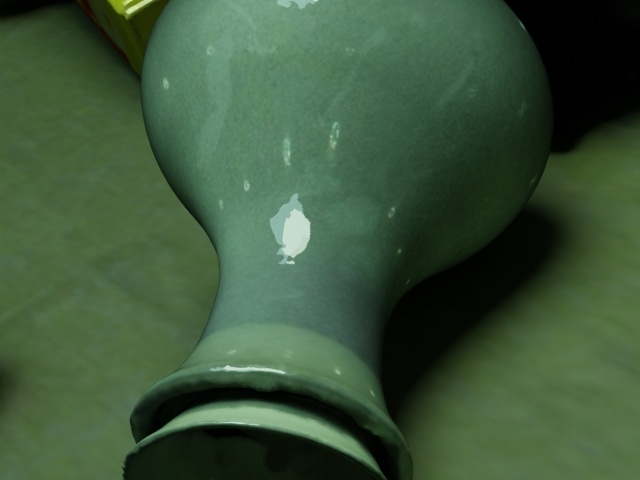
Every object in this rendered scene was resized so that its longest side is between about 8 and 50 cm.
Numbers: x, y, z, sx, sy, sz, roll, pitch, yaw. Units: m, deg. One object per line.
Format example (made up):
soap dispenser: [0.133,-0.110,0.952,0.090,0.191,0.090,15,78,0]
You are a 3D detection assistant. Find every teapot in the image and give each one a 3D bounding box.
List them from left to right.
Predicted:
teapot: [0.000,0.000,0.642,0.183,0.183,0.251,-10,47,25]

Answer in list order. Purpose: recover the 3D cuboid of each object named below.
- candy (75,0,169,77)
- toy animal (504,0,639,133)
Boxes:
candy: [-0.120,-0.225,1.046,0.146,0.088,0.276,-33,50,-12]
toy animal: [0.169,-0.203,0.761,0.267,0.212,0.212,-29,32,3]
